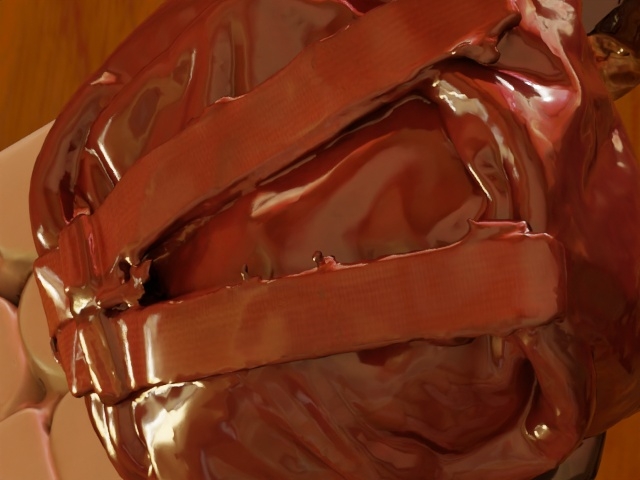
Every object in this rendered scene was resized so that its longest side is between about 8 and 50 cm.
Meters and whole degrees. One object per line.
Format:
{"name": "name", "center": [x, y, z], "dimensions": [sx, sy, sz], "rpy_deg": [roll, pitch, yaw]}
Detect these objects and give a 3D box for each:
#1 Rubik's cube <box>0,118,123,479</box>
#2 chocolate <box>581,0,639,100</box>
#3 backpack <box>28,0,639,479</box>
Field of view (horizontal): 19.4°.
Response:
{"name": "Rubik's cube", "center": [-0.072, 0.101, 1.142], "dimensions": [0.291, 0.290, 0.291], "rpy_deg": [-30, 50, 6]}
{"name": "chocolate", "center": [0.171, -0.151, 1.246], "dimensions": [0.127, 0.133, 0.124], "rpy_deg": [-28, 78, -4]}
{"name": "backpack", "center": [0.001, 0.000, 0.632], "dimensions": [0.229, 0.139, 0.229], "rpy_deg": [-1, 87, 24]}
